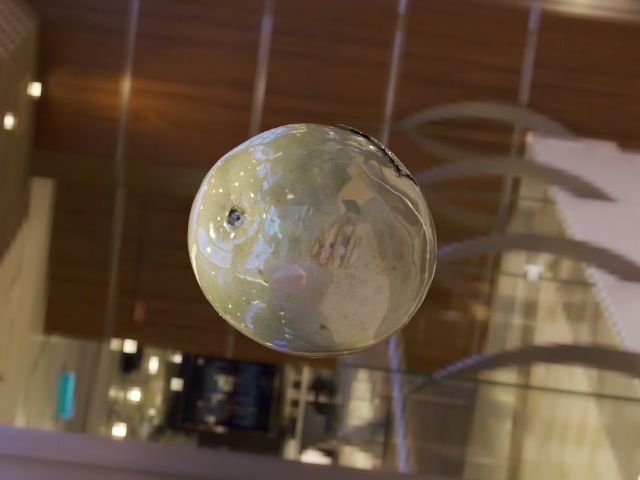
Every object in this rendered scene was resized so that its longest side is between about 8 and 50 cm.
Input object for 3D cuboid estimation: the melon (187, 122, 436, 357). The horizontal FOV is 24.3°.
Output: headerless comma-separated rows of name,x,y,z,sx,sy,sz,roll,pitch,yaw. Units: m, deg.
melon,0.000,0.000,1.712,0.330,0.268,0.268,17,-103,-53
